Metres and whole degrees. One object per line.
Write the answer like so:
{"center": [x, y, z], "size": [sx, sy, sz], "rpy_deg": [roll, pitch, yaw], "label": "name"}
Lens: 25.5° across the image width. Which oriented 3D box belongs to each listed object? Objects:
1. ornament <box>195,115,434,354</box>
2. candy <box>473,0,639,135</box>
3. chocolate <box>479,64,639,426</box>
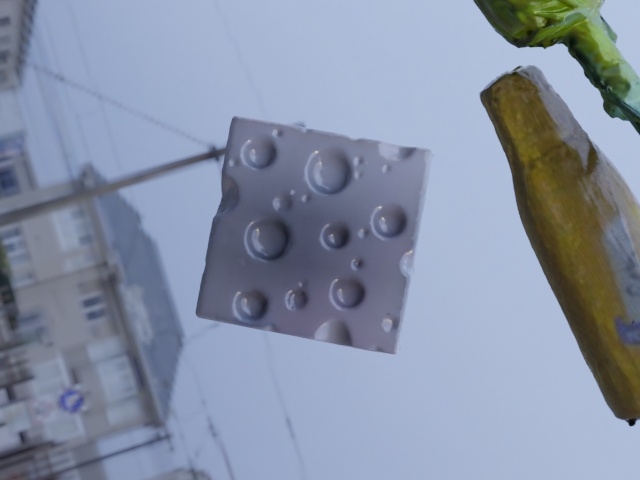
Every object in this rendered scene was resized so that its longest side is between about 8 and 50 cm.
{"center": [0.000, 0.000, 1.709], "size": [0.240, 0.239, 0.239], "rpy_deg": [55, 46, -85], "label": "ornament"}
{"center": [0.169, -0.074, 0.762], "size": [0.262, 0.073, 0.077], "rpy_deg": [55, -20, 8], "label": "candy"}
{"center": [0.158, -0.003, 0.841], "size": [0.219, 0.085, 0.085], "rpy_deg": [60, -16, 2], "label": "chocolate"}
